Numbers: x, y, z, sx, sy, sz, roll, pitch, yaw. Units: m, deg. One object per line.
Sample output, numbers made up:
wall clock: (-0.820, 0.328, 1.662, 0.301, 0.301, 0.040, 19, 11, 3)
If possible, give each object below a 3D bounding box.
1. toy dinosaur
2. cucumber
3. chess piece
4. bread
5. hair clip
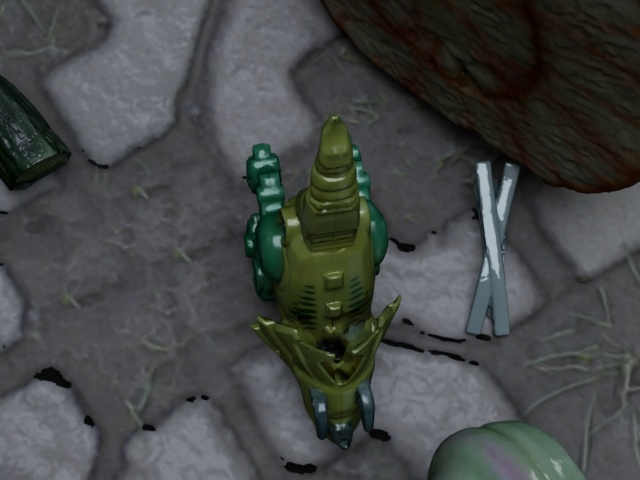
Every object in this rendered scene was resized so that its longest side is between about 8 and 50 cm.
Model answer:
toy dinosaur: (0.000, 0.000, 0.771, 0.094, 0.259, 0.153, -10, 47, -9)
cucumber: (-0.213, -0.081, 0.870, 0.048, 0.048, 0.105, -38, 77, -13)
chess piece: (0.017, 0.201, 0.728, 0.271, 0.139, 0.139, -16, 75, -21)
bread: (0.106, -0.172, 0.783, 0.327, 0.295, 0.114, 35, 72, 32)
hair clip: (0.115, 0.006, 0.877, 0.030, 0.039, 0.115, 4, 85, 6)
